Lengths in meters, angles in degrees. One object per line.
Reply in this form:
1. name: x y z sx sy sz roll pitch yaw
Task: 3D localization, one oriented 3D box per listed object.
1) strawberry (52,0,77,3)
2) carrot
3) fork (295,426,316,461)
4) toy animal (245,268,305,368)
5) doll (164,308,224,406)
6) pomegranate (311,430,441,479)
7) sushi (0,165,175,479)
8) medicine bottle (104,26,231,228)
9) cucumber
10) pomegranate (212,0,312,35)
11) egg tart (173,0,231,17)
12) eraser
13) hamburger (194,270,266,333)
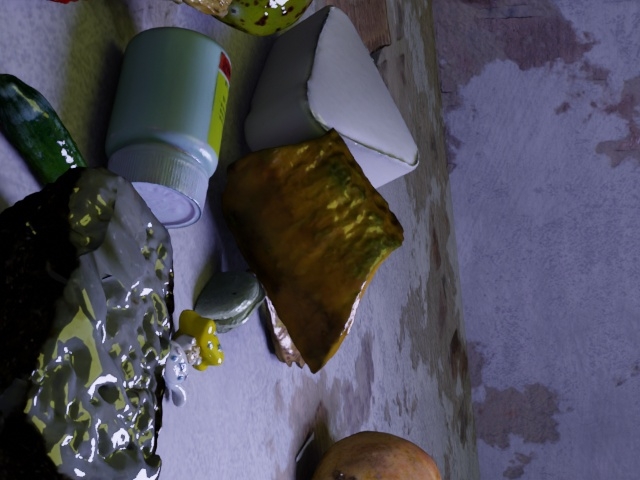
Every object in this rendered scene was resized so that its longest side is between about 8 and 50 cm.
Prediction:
1. strawberry: -0.288 -0.313 1.091 0.192 0.085 0.140 -67 142 -65
2. carrot: 0.000 0.000 1.602 0.340 0.241 0.241 59 22 -4
3. fork: -0.026 0.382 1.933 0.115 0.012 0.016 -50 128 -64
4. toy animal: -0.068 0.132 1.776 0.275 0.054 0.149 54 34 -58
5. doll: -0.191 0.146 1.386 0.113 0.072 0.135 -60 142 -27
6. pomegranate: 0.098 0.491 1.916 0.281 0.281 0.281 -3 90 -72
7. sushi: -0.261 0.086 0.945 0.234 0.208 0.348 52 32 -42
8. medicine bottle: -0.191 -0.141 1.281 0.139 0.139 0.225 57 34 -58
9. cucumber: -0.290 -0.097 1.104 0.250 0.056 0.056 68 26 -48
10. pomegranate: -0.110 -0.424 1.524 0.246 0.198 0.198 51 33 -22
11. egg tart: -0.214 -0.402 1.296 0.297 0.132 0.297 50 30 -44
12. eraser: -0.001 -0.222 1.776 0.331 0.150 0.331 36 41 -39
13. hamburger: -0.128 0.085 1.538 0.121 0.084 0.054 -69 150 -55
